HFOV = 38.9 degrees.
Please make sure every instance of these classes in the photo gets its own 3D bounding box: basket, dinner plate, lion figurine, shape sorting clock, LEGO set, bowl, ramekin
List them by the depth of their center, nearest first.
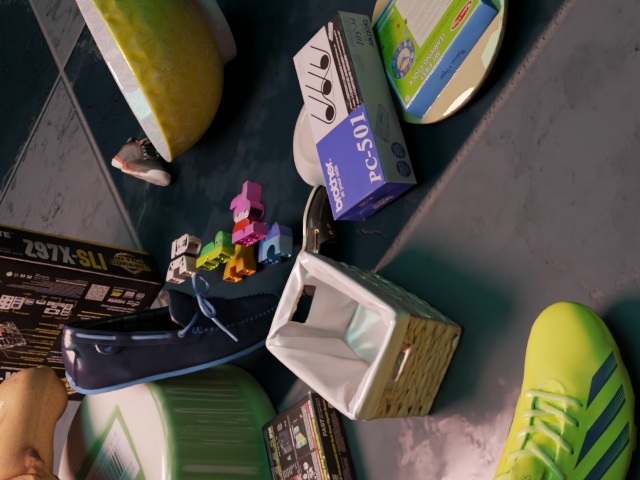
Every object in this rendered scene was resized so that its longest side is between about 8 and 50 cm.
[{"bbox_3d":[0.042,0.095,0.895,0.167,0.103,0.113,32,104,51],"label":"basket"},{"bbox_3d":[0.119,-0.224,0.948,0.206,0.040,0.206,-18,68,54],"label":"shape sorting clock"},{"bbox_3d":[-0.352,0.259,1.059,0.240,0.142,0.392,-44,44,23],"label":"lion figurine"},{"bbox_3d":[0.008,-0.133,1.077,0.141,0.017,0.141,-16,68,47],"label":"dinner plate"},{"bbox_3d":[-0.190,0.289,1.079,0.303,0.148,0.303,-19,65,47],"label":"ramekin"},{"bbox_3d":[-0.102,-0.013,1.122,0.227,0.087,0.093,-26,57,51],"label":"LEGO set"},{"bbox_3d":[-0.210,-0.270,1.245,0.156,0.289,0.289,-30,43,-11],"label":"bowl"}]

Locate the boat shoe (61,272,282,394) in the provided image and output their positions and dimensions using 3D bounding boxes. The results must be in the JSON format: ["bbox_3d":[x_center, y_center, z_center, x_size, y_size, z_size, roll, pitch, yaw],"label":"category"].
[{"bbox_3d":[-0.158,0.097,1.017,0.109,0.258,0.089,23,127,62],"label":"boat shoe"}]

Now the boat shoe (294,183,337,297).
[{"bbox_3d":[0.001,0.001,1.025,0.042,0.049,0.133,2,72,23],"label":"boat shoe"}]

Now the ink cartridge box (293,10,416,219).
[{"bbox_3d":[0.034,-0.135,0.988,0.097,0.046,0.207,-35,62,49],"label":"ink cartridge box"}]

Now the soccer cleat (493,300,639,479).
[{"bbox_3d":[0.171,0.187,0.695,0.093,0.121,0.289,0,79,51],"label":"soccer cleat"}]

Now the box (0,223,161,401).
[{"bbox_3d":[-0.423,0.107,1.281,0.257,0.322,0.079,-54,44,25],"label":"box"}]

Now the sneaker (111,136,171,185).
[{"bbox_3d":[-0.270,-0.127,1.380,0.158,0.061,0.064,24,91,50],"label":"sneaker"}]

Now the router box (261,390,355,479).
[{"bbox_3d":[-0.012,0.236,0.969,0.092,0.038,0.122,-40,51,37],"label":"router box"}]
